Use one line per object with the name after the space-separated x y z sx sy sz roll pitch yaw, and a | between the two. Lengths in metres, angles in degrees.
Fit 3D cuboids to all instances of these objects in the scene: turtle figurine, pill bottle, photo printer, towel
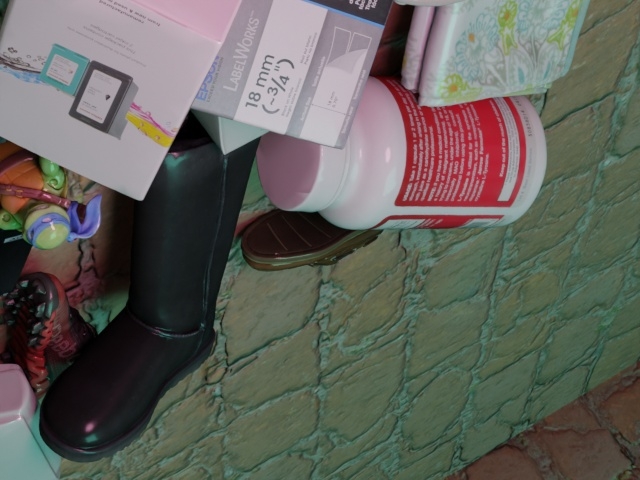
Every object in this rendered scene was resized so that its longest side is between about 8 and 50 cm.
-0.388 -0.105 1.623 0.274 0.266 0.198 -4 129 -25 | turtle figurine
0.119 -0.130 2.178 0.407 0.229 0.229 -1 135 -35 | pill bottle
-0.520 0.299 2.138 0.256 0.107 0.307 -9 151 -3 | photo printer
0.277 -0.377 2.086 0.320 0.090 0.374 -13 125 -42 | towel

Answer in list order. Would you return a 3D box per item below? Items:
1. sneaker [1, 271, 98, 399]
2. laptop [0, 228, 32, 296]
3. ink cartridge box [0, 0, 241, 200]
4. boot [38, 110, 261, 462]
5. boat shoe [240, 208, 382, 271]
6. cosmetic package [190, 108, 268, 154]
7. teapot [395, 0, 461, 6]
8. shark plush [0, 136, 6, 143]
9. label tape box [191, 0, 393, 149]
-0.388 0.128 2.131 0.135 0.097 0.276 -22 150 -28 | sneaker
-0.497 0.023 1.759 0.234 0.264 0.136 -16 117 -36 | laptop
-0.198 -0.218 1.457 0.270 0.197 0.198 -54 -167 51 | ink cartridge box
-0.234 0.045 2.007 0.367 0.146 0.445 -48 162 -50 | boot
0.000 0.000 2.381 0.307 0.111 0.104 -19 145 -32 | boat shoe
-0.091 -0.241 1.879 0.183 0.151 0.151 -29 151 -16 | cosmetic package
0.138 -0.432 1.848 0.256 0.187 0.252 -19 137 19 | teapot
-0.374 -0.135 1.790 0.161 0.067 0.073 -40 152 3 | shark plush
-0.094 -0.262 1.688 0.333 0.106 0.240 13 100 -31 | label tape box
